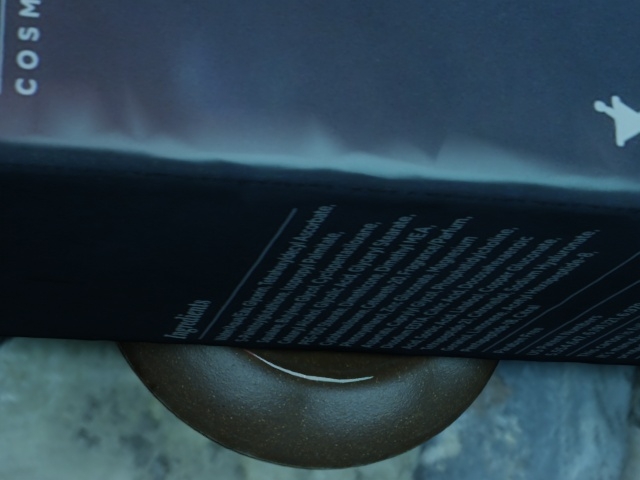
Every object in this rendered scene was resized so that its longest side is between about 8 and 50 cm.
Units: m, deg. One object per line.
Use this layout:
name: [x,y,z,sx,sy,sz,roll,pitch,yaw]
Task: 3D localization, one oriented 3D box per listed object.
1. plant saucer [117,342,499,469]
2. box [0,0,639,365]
plant saucer: [0.000,0.000,0.652,0.199,0.036,0.198,5,68,-13]
box: [0.037,-0.119,0.565,0.396,0.212,0.293,3,72,-14]
